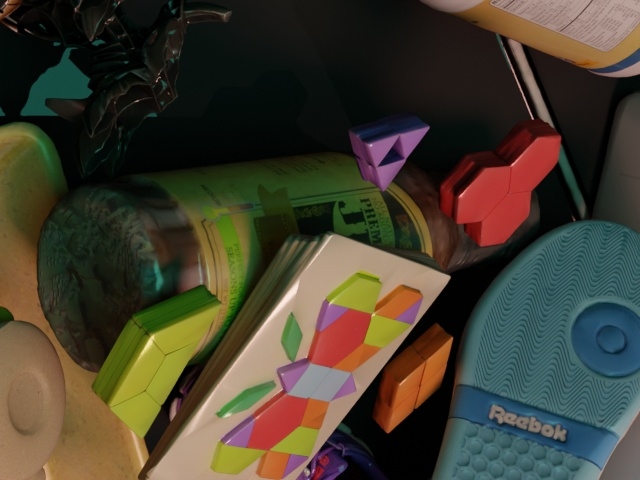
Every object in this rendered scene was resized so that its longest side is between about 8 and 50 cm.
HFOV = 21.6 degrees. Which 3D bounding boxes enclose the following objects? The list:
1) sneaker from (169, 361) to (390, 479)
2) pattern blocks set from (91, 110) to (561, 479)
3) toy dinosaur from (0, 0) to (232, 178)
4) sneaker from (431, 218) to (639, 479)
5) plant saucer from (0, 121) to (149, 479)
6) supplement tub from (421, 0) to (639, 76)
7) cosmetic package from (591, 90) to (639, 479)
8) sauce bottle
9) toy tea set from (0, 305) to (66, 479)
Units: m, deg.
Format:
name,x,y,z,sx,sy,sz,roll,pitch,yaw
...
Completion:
name,x,y,z,sx,sy,sz,roll,pitch,yaw
sneaker,-0.018,0.127,1.073,0.170,0.071,0.068,29,87,-28
pattern blocks set,-0.010,0.070,0.930,0.285,0.026,0.325,-3,128,-48
toy dinosaur,-0.169,-0.168,0.885,0.322,0.218,0.164,-52,161,-9
sneaker,0.125,0.149,1.113,0.127,0.208,0.319,25,69,7
plant saucer,-0.272,0.132,0.942,0.333,0.081,0.333,-22,109,-22
supplement tub,0.136,-0.195,1.040,0.200,0.144,0.144,17,93,-28
cosmetic package,0.377,0.134,1.125,0.327,0.329,0.393,9,96,-29
sauce bottle,0.000,0.000,0.995,0.344,0.111,0.111,-12,107,-43
toy tea set,-0.246,0.175,0.828,0.200,0.124,0.336,39,55,-56
